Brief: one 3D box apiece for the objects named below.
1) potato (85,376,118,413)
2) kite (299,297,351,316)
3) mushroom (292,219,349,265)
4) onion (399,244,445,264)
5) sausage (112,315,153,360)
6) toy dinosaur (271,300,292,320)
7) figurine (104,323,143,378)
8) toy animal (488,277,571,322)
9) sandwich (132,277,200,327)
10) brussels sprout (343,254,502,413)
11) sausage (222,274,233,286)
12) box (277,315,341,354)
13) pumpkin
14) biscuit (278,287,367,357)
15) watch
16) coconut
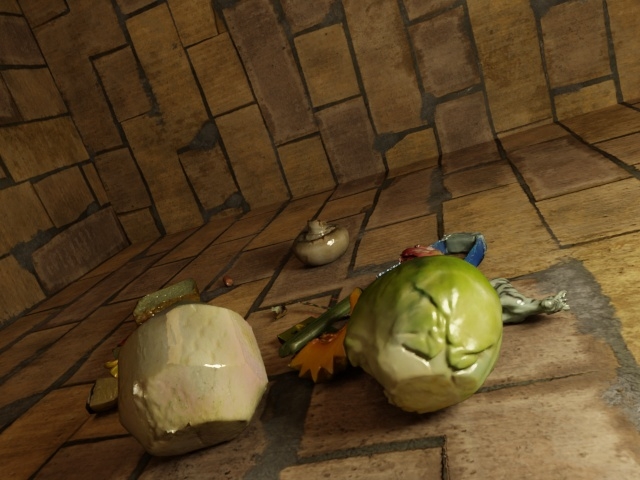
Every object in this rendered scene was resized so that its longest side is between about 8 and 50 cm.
[{"bbox_3d":[-0.583,0.435,1.440,0.103,0.066,0.096,-8,42,8],"label":"potato"},{"bbox_3d":[0.024,0.203,1.530,0.244,0.006,0.198,3,16,37],"label":"kite"},{"bbox_3d":[0.000,0.000,1.980,0.226,0.178,0.226,-11,24,5],"label":"mushroom"},{"bbox_3d":[0.283,0.094,1.338,0.183,0.147,0.184,24,6,-2],"label":"onion"},{"bbox_3d":[-0.619,0.331,1.798,0.083,0.083,0.264,-15,16,16],"label":"sausage"},{"bbox_3d":[-0.134,0.228,1.642,0.058,0.037,0.180,-21,15,13],"label":"toy dinosaur"},{"bbox_3d":[-0.553,0.342,1.631,0.246,0.131,0.156,-40,-6,-31],"label":"figurine"},{"bbox_3d":[0.416,0.150,1.178,0.169,0.090,0.255,-20,18,-19],"label":"toy animal"},{"bbox_3d":[-0.599,0.247,2.032,0.251,0.087,0.226,-20,17,-12],"label":"sandwich"},{"bbox_3d":[0.211,0.182,1.028,0.344,0.268,0.344,-36,21,17],"label":"brussels sprout"},{"bbox_3d":[-0.384,0.166,2.139,0.034,0.034,0.083,-24,18,-16],"label":"sausage"},{"bbox_3d":[-0.025,0.265,1.405,0.121,0.030,0.193,-26,18,-24],"label":"box"},{"bbox_3d":[0.067,0.256,1.229,0.254,0.149,0.130,-49,47,1],"label":"pumpkin"},{"bbox_3d":[0.014,0.211,1.358,0.322,0.038,0.099,-30,-4,-38],"label":"biscuit"},{"bbox_3d":[0.351,0.067,1.576,0.276,0.068,0.274,-4,27,42],"label":"watch"},{"bbox_3d":[-0.292,0.290,1.155,0.352,0.353,0.353,-18,16,5],"label":"coconut"}]
